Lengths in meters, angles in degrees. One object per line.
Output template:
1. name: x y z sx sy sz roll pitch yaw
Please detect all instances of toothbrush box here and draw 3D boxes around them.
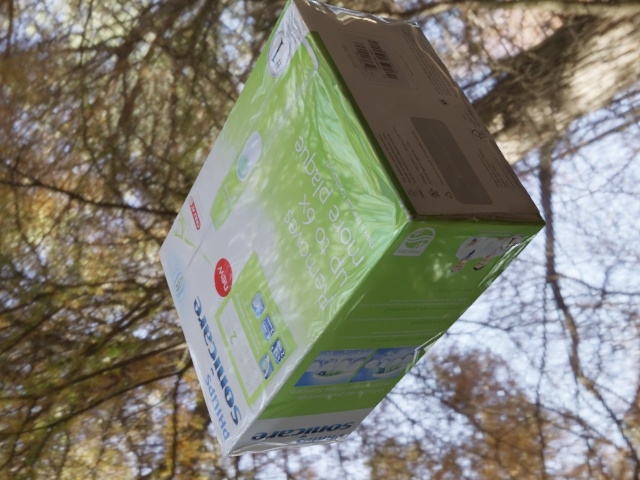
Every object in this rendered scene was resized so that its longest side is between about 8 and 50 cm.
1. toothbrush box: 0.000 0.000 0.659 0.122 0.283 0.206 0 -129 -33
